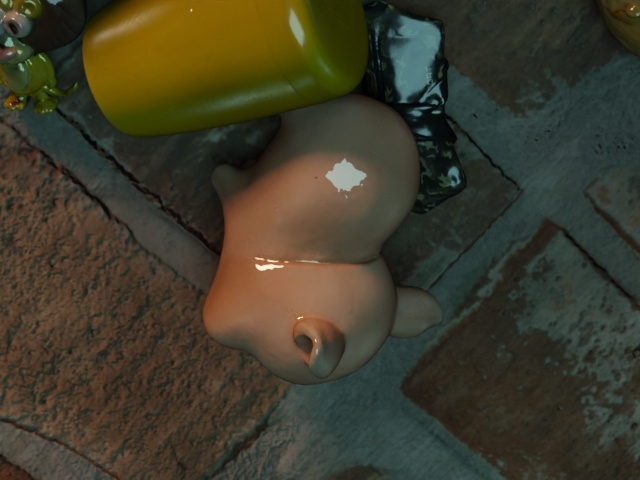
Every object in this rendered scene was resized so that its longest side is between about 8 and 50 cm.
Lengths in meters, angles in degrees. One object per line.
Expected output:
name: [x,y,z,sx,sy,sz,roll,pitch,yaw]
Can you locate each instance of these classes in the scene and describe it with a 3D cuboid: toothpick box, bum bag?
toothpick box: [-0.103,-0.199,1.374,0.271,0.175,0.175,-14,115,24]
bum bag: [0.098,-0.146,1.509,0.102,0.069,0.248,1,117,29]

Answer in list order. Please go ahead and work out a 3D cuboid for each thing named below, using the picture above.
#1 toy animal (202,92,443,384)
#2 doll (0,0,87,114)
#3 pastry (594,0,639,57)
toy animal: [0.000,0.000,1.473,0.269,0.237,0.326,50,123,20]
doll: [-0.301,-0.217,1.401,0.145,0.096,0.188,-11,118,26]
pastry: [0.446,-0.314,1.438,0.315,0.184,0.284,-30,113,3]
